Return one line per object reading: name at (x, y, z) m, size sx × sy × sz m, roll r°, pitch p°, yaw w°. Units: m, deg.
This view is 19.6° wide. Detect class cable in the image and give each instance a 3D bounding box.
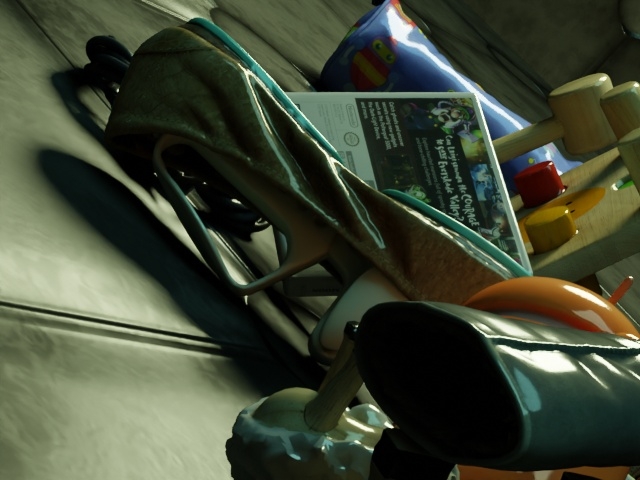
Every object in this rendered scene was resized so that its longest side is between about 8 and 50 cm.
cable at (-0.098, -0.083, 1.321) m, size 0.184 × 0.047 × 0.150 m, roll 49°, pitch 15°, yaw 30°

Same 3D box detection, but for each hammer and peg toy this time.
hammer and peg toy at (0.182, -0.017, 1.500) m, size 0.127 × 0.266 × 0.361 m, roll 62°, pitch 10°, yaw -11°

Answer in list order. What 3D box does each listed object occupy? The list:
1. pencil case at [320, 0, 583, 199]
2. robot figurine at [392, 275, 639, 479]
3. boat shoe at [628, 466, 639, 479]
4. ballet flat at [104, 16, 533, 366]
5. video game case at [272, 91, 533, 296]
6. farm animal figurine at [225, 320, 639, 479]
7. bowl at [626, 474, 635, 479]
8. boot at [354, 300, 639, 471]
pencil case at (0.139, -0.123, 1.950) m, size 0.306 × 0.119 × 0.133 m, roll 41°, pitch 3°, yaw -2°
robot figurine at (0.106, 0.108, 0.998) m, size 0.128 × 0.219 × 0.158 m, roll 15°, pitch -40°, yaw 21°
boat shoe at (0.261, 0.169, 1.383) m, size 0.116 × 0.123 × 0.324 m, roll 27°, pitch 18°, yaw -40°
ballet flat at (0.000, 0.000, 1.181) m, size 0.342 × 0.124 × 0.116 m, roll 39°, pitch -18°, yaw 3°
video game case at (0.047, -0.036, 1.317) m, size 0.173 × 0.022 × 0.190 m, roll -1°, pitch 46°, yaw -11°
farm animal figurine at (0.109, 0.207, 0.767) m, size 0.326 × 0.172 × 0.330 m, roll 23°, pitch 17°, yaw -13°
bowl at (0.174, 0.205, 1.106) m, size 0.170 × 0.080 × 0.170 m, roll 38°, pitch 14°, yaw -11°
boot at (0.142, 0.078, 0.768) m, size 0.189 × 0.076 × 0.208 m, roll 22°, pitch 2°, yaw 41°
